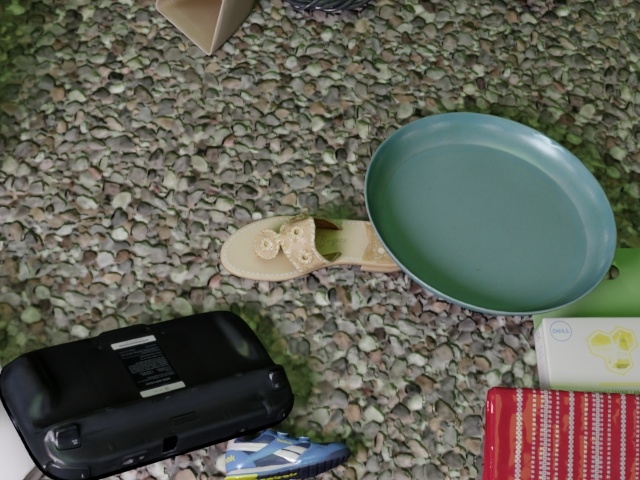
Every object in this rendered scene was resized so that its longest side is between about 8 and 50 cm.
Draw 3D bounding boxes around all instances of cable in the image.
[{"bbox_3d":[0.017,-0.377,1.689,0.151,0.047,0.184,25,61,1],"label":"cable"}]

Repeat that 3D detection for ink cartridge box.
[{"bbox_3d":[0.344,0.104,1.468,0.171,0.056,0.235,1,65,-5],"label":"ink cartridge box"}]

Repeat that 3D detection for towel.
[{"bbox_3d":[0.314,0.269,1.364,0.275,0.031,0.198,4,80,-4],"label":"towel"}]

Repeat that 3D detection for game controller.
[{"bbox_3d":[-0.182,0.161,1.319,0.319,0.067,0.166,-10,42,-39],"label":"game controller"}]

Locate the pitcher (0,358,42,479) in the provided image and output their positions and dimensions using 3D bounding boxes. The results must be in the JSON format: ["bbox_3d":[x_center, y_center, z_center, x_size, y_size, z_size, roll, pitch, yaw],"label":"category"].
[{"bbox_3d":[-0.373,0.172,1.297,0.207,0.125,0.177,39,90,6],"label":"pitcher"}]

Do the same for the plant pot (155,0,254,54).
[{"bbox_3d":[-0.141,-0.333,1.616,0.109,0.109,0.096,43,55,15],"label":"plant pot"}]

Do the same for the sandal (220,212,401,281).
[{"bbox_3d":[0.000,-0.006,1.472,0.240,0.079,0.088,0,63,-6],"label":"sandal"}]

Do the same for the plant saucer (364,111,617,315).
[{"bbox_3d":[0.206,-0.030,1.499,0.318,0.043,0.317,6,52,-7],"label":"plant saucer"}]

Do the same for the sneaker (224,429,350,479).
[{"bbox_3d":[-0.038,0.235,1.360,0.144,0.053,0.059,-5,62,-10],"label":"sneaker"}]
